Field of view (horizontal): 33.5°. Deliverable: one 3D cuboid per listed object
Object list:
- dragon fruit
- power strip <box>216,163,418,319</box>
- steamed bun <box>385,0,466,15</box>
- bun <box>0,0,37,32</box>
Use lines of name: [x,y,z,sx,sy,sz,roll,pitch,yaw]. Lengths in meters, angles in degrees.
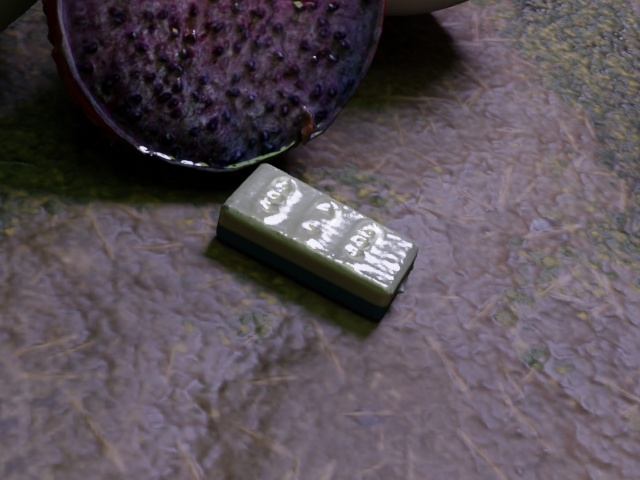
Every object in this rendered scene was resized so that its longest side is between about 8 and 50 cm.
dragon fruit: [-0.078,-0.167,0.717,0.218,0.224,0.148,-9,18,-15]
power strip: [0.000,0.000,0.668,0.123,0.032,0.056,28,46,10]
steamed bun: [0.030,-0.321,0.793,0.309,0.309,0.309,9,44,-8]
bun: [-0.303,-0.239,0.710,0.293,0.187,0.293,5,73,-16]
